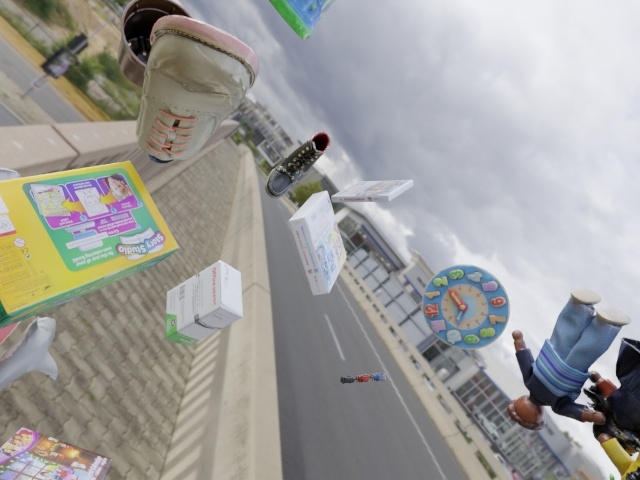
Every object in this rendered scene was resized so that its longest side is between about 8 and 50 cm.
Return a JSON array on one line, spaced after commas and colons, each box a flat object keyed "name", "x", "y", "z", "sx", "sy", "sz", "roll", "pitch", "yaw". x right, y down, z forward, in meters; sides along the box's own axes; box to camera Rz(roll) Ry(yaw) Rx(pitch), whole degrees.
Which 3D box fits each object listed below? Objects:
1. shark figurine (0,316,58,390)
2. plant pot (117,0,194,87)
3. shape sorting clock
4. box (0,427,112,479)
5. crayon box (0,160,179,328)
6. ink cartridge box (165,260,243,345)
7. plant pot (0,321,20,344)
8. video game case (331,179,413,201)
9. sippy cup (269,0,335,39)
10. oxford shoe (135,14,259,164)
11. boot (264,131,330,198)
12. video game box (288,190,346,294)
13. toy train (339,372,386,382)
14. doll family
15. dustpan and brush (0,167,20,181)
[{"name": "shark figurine", "x": -0.589, "y": 0.262, "z": 0.918, "sx": 0.116, "sy": 0.166, "sz": 0.278, "roll": 43, "pitch": 46, "yaw": -18}, {"name": "plant pot", "x": -0.369, "y": -0.423, "z": 1.042, "sx": 0.167, "sy": 0.167, "sz": 0.165, "roll": 50, "pitch": -25, "yaw": -21}, {"name": "shape sorting clock", "x": 0.346, "y": 0.159, "z": 1.128, "sx": 0.206, "sy": 0.206, "sz": 0.040, "roll": 51, "pitch": 24, "yaw": 19}, {"name": "box", "x": -0.532, "y": 0.468, "z": 0.864, "sx": 0.201, "sy": 0.057, "sz": 0.293, "roll": 24, "pitch": 0, "yaw": -9}, {"name": "crayon box", "x": -0.355, "y": -0.007, "z": 0.661, "sx": 0.165, "sy": 0.081, "sz": 0.278, "roll": 61, "pitch": 32, "yaw": 0}, {"name": "ink cartridge box", "x": -0.437, "y": 0.239, "z": 1.762, "sx": 0.121, "sy": 0.289, "sz": 0.211, "roll": 38, "pitch": 32, "yaw": -44}, {"name": "plant pot", "x": -0.663, "y": 0.088, "z": 0.813, "sx": 0.243, "sy": 0.275, "sz": 0.275, "roll": 48, "pitch": 2, "yaw": -29}, {"name": "video game case", "x": 0.159, "y": -0.149, "z": 1.411, "sx": 0.201, "sy": 0.183, "sz": 0.023, "roll": -32, "pitch": 118, "yaw": -54}, {"name": "sippy cup", "x": -0.034, "y": -0.698, "z": 1.232, "sx": 0.240, "sy": 0.224, "sz": 0.305, "roll": 41, "pitch": 22, "yaw": -34}, {"name": "oxford shoe", "x": -0.186, "y": -0.183, "z": 0.660, "sx": 0.140, "sy": 0.147, "sz": 0.397, "roll": 18, "pitch": -5, "yaw": -19}, {"name": "boot", "x": -0.075, "y": -0.249, "z": 1.521, "sx": 0.085, "sy": 0.236, "sz": 0.178, "roll": 44, "pitch": -33, "yaw": -10}, {"name": "video game box", "x": 0.000, "y": 0.000, "z": 1.112, "sx": 0.205, "sy": 0.048, "sz": 0.187, "roll": -55, "pitch": 129, "yaw": -64}, {"name": "toy train", "x": 0.142, "y": 0.449, "z": 1.531, "sx": 0.036, "sy": 0.158, "sz": 0.027, "roll": 125, "pitch": -38, "yaw": -73}, {"name": "doll family", "x": 0.191, "y": 0.117, "z": 0.284, "sx": 0.076, "sy": 0.111, "sz": 0.193, "roll": 6, "pitch": 28, "yaw": -13}, {"name": "dustpan and brush", "x": -0.846, "y": -0.113, "z": 1.112, "sx": 0.211, "sy": 0.147, "sz": 0.060, "roll": 8, "pitch": 1, "yaw": -31}]
